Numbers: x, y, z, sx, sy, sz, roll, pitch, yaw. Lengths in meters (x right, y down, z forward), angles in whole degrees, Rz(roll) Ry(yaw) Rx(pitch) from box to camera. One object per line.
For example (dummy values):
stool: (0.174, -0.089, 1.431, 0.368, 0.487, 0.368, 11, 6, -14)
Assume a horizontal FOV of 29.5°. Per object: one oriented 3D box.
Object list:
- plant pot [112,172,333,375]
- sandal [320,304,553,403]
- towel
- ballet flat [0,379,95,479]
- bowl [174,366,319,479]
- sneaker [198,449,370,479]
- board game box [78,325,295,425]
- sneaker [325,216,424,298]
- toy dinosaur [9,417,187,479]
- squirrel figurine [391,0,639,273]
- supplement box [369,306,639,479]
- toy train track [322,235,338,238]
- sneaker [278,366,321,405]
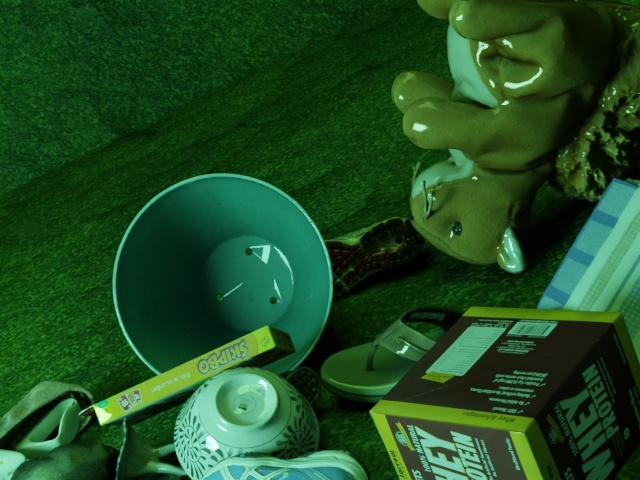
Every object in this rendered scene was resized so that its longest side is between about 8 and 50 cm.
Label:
plant pot: (-0.116, 0.059, 1.672, 0.290, 0.290, 0.195, -21, -4, 6)
sandal: (0.140, 0.117, 1.466, 0.303, 0.086, 0.120, -17, 22, 19)
towel: (0.371, 0.036, 1.382, 0.209, 0.034, 0.285, -58, 23, 0)
ballet flat: (-0.405, 0.285, 1.625, 0.106, 0.107, 0.316, -3, 29, 27)
bowl: (-0.084, 0.203, 1.390, 0.170, 0.080, 0.170, 1, 52, -2)
sneaker: (-0.055, 0.276, 1.300, 0.211, 0.080, 0.081, -16, 20, 22)
board game box: (-0.164, 0.175, 1.513, 0.260, 0.039, 0.124, -22, -12, 6)
sneaker: (0.056, 0.027, 1.806, 0.225, 0.088, 0.093, -18, 1, 15)
toy dinosaur: (-0.309, 0.284, 1.405, 0.314, 0.121, 0.160, -12, -24, -45)
squirrel figurine: (0.292, -0.144, 1.649, 0.397, 0.370, 0.281, 2, 16, -14)
supplement box: (0.194, 0.174, 1.214, 0.191, 0.129, 0.194, -1, 31, 45)
toy train track: (0.000, 0.000, 1.998, 0.083, 0.014, 0.048, -1, 30, 44)
sneaker: (-0.085, 0.229, 1.487, 0.192, 0.064, 0.086, -41, 12, -28)
